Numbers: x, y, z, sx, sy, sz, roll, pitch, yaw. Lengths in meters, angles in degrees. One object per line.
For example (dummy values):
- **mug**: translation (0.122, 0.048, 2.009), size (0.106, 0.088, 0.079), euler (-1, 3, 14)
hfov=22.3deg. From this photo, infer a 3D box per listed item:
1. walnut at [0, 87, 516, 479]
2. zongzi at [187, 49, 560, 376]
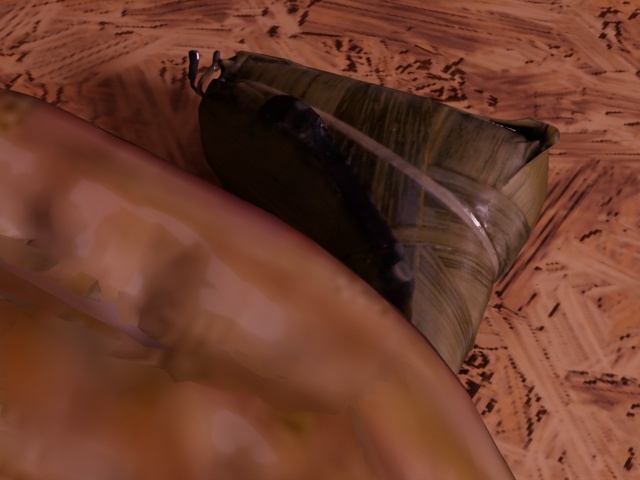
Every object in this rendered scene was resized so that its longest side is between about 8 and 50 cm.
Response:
- **walnut**: translation (-0.111, 0.108, 0.417), size (0.344, 0.306, 0.306), euler (34, 46, 7)
- **zongzi**: translation (-0.003, -0.002, 0.838), size (0.205, 0.094, 0.204), euler (18, 52, 12)
